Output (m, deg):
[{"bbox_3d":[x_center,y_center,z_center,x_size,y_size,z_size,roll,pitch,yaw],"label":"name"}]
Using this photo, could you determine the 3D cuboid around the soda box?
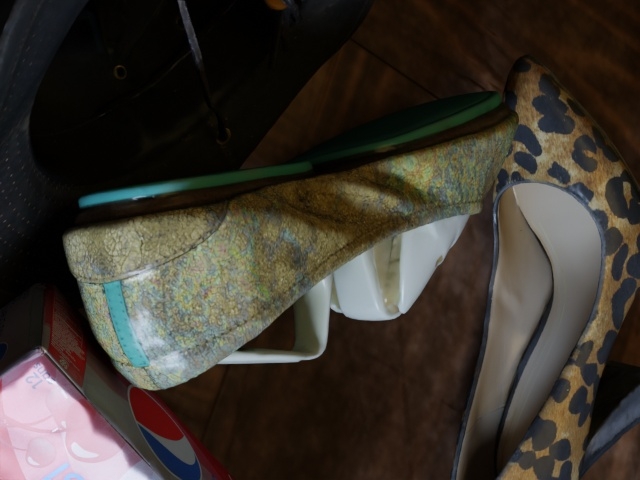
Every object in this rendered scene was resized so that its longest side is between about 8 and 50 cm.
[{"bbox_3d":[-0.089,0.148,0.981,0.092,0.083,0.263,-35,112,11],"label":"soda box"}]

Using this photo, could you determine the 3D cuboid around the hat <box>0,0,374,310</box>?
[{"bbox_3d":[-0.103,-0.129,0.973,0.134,0.331,0.331,39,54,18],"label":"hat"}]

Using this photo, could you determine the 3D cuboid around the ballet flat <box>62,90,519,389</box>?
[{"bbox_3d":[0.000,0.000,1.042,0.348,0.123,0.123,-20,97,-53],"label":"ballet flat"}]

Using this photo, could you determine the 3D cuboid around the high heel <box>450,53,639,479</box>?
[{"bbox_3d":[0.118,0.036,1.161,0.186,0.093,0.261,-33,114,-42],"label":"high heel"}]
